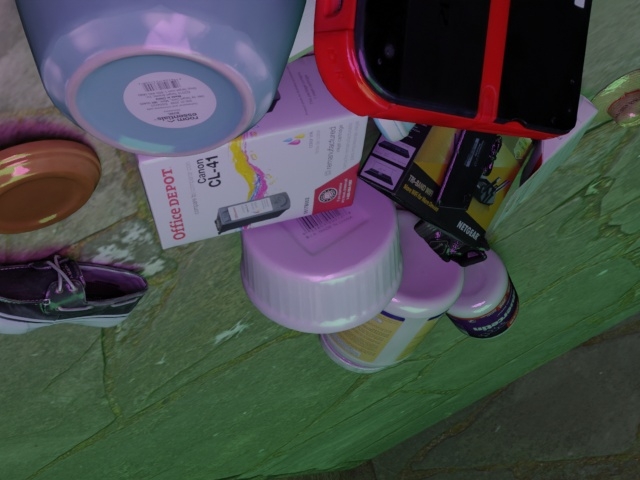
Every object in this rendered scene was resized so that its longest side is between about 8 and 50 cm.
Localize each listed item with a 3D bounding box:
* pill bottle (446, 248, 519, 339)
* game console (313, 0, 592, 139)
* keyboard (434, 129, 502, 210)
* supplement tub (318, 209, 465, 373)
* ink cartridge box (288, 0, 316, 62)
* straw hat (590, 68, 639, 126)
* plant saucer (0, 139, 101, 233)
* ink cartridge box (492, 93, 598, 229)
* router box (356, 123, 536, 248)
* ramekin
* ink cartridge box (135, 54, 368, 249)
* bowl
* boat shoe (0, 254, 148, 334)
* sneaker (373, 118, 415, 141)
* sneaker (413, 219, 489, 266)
[{"bbox_3d":[0.389,0.137,1.672,0.182,0.181,0.323,-27,151,12],"label":"pill bottle"},{"bbox_3d":[0.152,-0.301,0.647,0.342,0.386,0.060,-1,-171,-38],"label":"game console"},{"bbox_3d":[0.228,-0.131,1.002,0.108,0.023,0.180,3,113,-42],"label":"keyboard"},{"bbox_3d":[0.131,0.118,1.412,0.241,0.241,0.331,-8,149,-22],"label":"supplement tub"},{"bbox_3d":[-0.017,-0.321,0.756,0.171,0.056,0.235,-27,149,11],"label":"ink cartridge box"},{"bbox_3d":[0.575,-0.246,1.260,0.145,0.061,0.144,-15,150,-9],"label":"straw hat"},{"bbox_3d":[-0.393,-0.064,0.923,0.200,0.037,0.200,-27,164,-8],"label":"plant saucer"},{"bbox_3d":[0.386,-0.137,1.222,0.225,0.056,0.181,-41,164,-10],"label":"ink cartridge box"},{"bbox_3d":[0.217,-0.143,1.066,0.309,0.081,0.242,24,95,-53],"label":"router box"},{"bbox_3d":[0.000,0.000,1.104,0.277,0.277,0.135,-16,144,-9],"label":"ramekin"},{"bbox_3d":[-0.103,-0.124,0.963,0.306,0.131,0.226,-15,151,-13],"label":"ink cartridge box"},{"bbox_3d":[-0.162,-0.199,0.692,0.312,0.163,0.311,-4,154,-2],"label":"bowl"},{"bbox_3d":[-0.437,0.074,1.127,0.119,0.121,0.335,-44,156,22],"label":"boat shoe"},{"bbox_3d":[0.127,-0.248,0.795,0.208,0.127,0.319,-24,152,7],"label":"sneaker"},{"bbox_3d":[0.282,-0.030,1.301,0.227,0.130,0.087,-37,-178,-43],"label":"sneaker"}]
